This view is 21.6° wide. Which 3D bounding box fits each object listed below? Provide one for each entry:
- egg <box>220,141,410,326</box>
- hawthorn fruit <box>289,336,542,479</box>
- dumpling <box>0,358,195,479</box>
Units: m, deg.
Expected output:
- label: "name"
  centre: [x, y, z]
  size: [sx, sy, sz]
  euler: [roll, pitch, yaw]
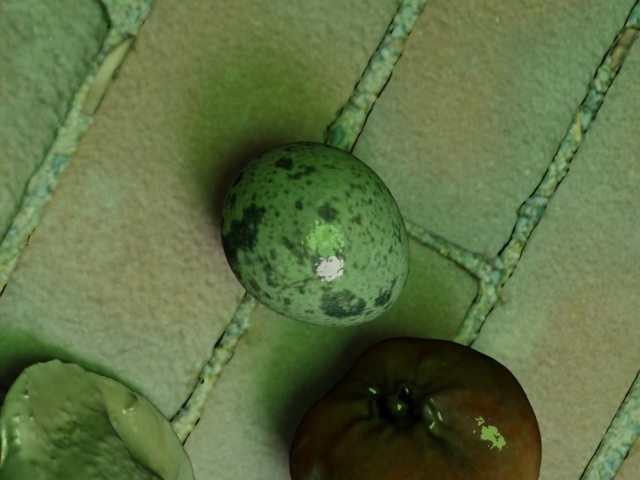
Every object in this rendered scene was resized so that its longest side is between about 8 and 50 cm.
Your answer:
- label: "egg"
  centre: [0.000, 0.000, 1.273]
  size: [0.132, 0.132, 0.172]
  euler: [-52, 128, -6]
- label: "hawthorn fruit"
  centre: [0.088, 0.202, 1.354]
  size: [0.199, 0.199, 0.251]
  euler: [-35, 133, -15]
- label: "dumpling"
  centre: [-0.156, 0.229, 1.253]
  size: [0.227, 0.175, 0.243]
  euler: [-18, 130, -54]
